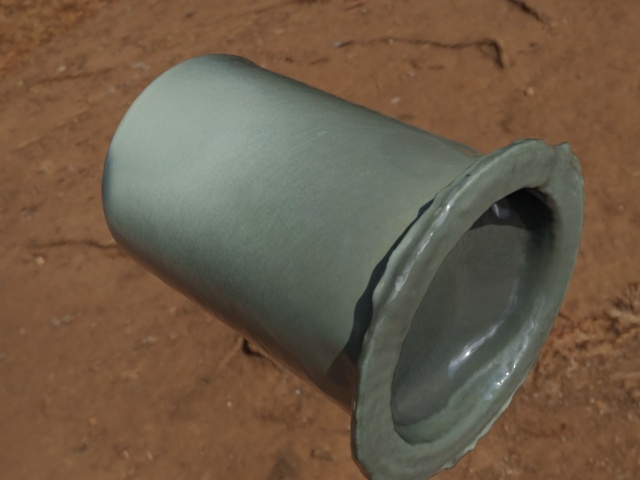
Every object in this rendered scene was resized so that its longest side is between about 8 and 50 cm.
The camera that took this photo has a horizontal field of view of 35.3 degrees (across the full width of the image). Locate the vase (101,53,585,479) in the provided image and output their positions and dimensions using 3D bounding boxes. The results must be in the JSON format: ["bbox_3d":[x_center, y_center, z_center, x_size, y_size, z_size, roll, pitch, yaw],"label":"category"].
[{"bbox_3d":[0.000,0.000,0.709,0.291,0.245,0.245,27,50,35],"label":"vase"}]
